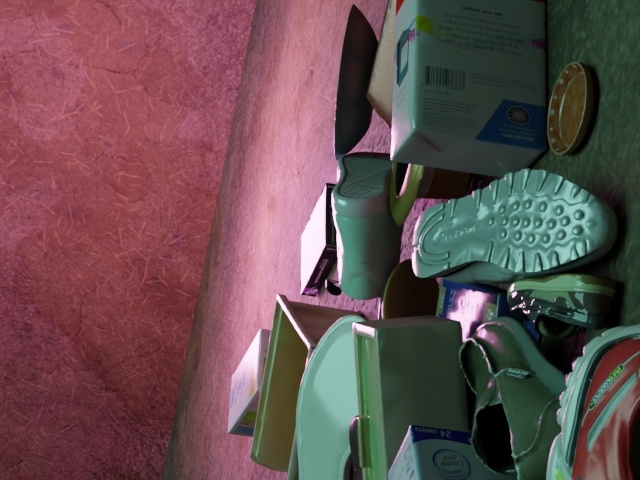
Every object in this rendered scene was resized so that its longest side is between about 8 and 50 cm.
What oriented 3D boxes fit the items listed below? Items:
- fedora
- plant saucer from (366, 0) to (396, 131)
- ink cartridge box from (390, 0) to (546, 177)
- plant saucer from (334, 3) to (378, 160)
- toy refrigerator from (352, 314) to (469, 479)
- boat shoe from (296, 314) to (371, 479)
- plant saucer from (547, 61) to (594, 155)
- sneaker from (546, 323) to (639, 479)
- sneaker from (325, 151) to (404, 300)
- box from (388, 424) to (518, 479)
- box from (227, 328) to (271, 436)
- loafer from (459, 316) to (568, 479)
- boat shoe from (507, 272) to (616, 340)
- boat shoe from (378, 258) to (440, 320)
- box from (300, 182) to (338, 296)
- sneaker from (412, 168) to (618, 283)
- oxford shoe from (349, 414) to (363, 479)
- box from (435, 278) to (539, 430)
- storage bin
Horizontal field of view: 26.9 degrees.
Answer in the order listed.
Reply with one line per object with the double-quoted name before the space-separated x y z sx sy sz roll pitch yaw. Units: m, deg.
"fedora" 0.128 -0.099 1.442 0.194 0.079 0.194 -169 90 -86
"plant saucer" 0.107 -0.284 1.589 0.259 0.048 0.258 -67 -10 -68
"ink cartridge box" 0.145 -0.186 1.309 0.078 0.134 0.231 124 152 -65
"plant saucer" 0.048 -0.193 1.660 0.195 0.037 0.195 6 -90 -84
"toy refrigerator" 0.087 0.212 1.294 0.102 0.094 0.269 -175 81 -78
"boat shoe" 0.040 0.243 1.576 0.116 0.099 0.319 12 98 46
"plant saucer" 0.223 -0.116 1.188 0.083 0.013 0.083 -173 90 -77
"sneaker" 0.203 0.196 0.890 0.118 0.107 0.279 -165 81 -69
"sneaker" 0.062 -0.017 1.612 0.256 0.094 0.151 -55 -34 -66
"box" 0.132 0.234 1.125 0.137 0.126 0.072 -97 21 -49
"box" -0.065 0.226 2.058 0.203 0.114 0.103 120 156 -60
"loafer" 0.156 0.134 1.099 0.251 0.087 0.094 -134 20 -74
"boat shoe" 0.194 0.058 1.115 0.152 0.056 0.049 146 136 -74
"boat shoe" 0.093 0.126 1.491 0.073 0.073 0.207 128 148 -62
"box" 0.000 0.000 2.107 0.162 0.029 0.116 118 157 -55
"sneaker" 0.181 -0.003 1.167 0.235 0.095 0.090 -6 70 57
"oxford shoe" 0.053 0.304 1.402 0.097 0.098 0.271 106 156 -60
"box" 0.155 0.111 1.312 0.225 0.036 0.136 -163 81 -77
"storage bin" -0.001 0.232 1.742 0.262 0.123 0.260 -135 54 -74
